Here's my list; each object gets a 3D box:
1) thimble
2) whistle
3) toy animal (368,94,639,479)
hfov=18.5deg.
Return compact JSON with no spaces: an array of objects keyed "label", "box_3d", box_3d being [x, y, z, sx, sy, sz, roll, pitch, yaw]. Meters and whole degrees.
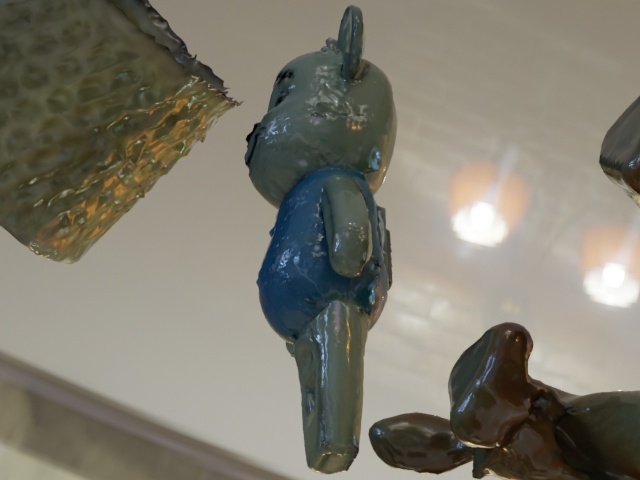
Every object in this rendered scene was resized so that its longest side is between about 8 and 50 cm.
[{"label":"thimble","box_3d":[-0.194,-0.127,1.199,0.150,0.271,0.271,-45,-66,3]},{"label":"whistle","box_3d":[0.000,0.000,0.961,0.077,0.236,0.114,8,-30,-13]},{"label":"toy animal","box_3d":[0.138,0.024,0.403,0.157,0.097,0.312,30,-20,-8]}]
